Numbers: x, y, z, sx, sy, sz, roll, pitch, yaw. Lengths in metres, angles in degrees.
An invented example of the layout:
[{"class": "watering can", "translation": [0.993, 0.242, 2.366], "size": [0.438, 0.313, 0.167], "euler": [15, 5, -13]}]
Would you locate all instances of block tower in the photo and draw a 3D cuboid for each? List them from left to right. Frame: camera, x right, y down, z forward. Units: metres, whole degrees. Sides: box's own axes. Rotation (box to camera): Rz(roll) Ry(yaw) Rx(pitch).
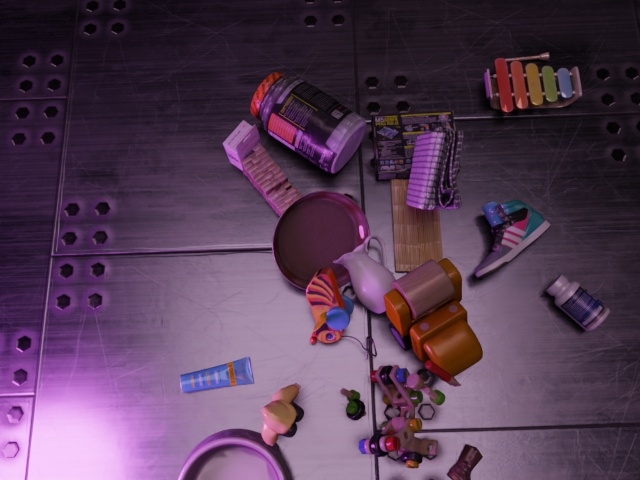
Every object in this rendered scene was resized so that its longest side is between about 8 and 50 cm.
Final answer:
[{"class": "block tower", "translation": [-0.126, -0.147, 1.873], "size": [0.097, 0.091, 0.335], "euler": [-35, 75, -10]}]

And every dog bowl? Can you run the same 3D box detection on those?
[{"class": "dog bowl", "translation": [-0.238, 0.698, 1.614], "size": [0.349, 0.102, 0.348], "euler": [0, 73, 0]}]

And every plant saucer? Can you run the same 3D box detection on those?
[{"class": "plant saucer", "translation": [0.000, 0.000, 1.781], "size": [0.311, 0.050, 0.310], "euler": [-4, 104, -18]}]

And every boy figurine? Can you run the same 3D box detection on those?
[{"class": "boy figurine", "translation": [-0.100, 0.466, 1.586], "size": [0.092, 0.285, 0.177], "euler": [25, 72, 8]}]

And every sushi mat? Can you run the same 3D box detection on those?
[{"class": "sushi mat", "translation": [0.305, -0.052, 1.872], "size": [0.152, 0.019, 0.316], "euler": [-1, 74, 0]}]

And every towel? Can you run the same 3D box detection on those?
[{"class": "towel", "translation": [0.343, -0.205, 1.733], "size": [0.122, 0.283, 0.234], "euler": [9, 95, -2]}]

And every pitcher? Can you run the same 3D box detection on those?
[{"class": "pitcher", "translation": [0.164, 0.098, 1.769], "size": [0.178, 0.125, 0.207], "euler": [-36, 91, -25]}]

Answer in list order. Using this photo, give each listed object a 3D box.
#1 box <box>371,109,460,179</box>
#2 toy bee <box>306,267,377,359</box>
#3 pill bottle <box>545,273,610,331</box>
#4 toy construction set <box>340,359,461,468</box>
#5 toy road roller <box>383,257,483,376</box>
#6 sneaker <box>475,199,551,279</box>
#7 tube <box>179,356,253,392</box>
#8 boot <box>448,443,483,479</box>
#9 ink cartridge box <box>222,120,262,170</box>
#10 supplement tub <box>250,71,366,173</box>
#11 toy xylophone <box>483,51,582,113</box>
[{"class": "box", "translation": [0.310, -0.313, 1.931], "size": [0.271, 0.060, 0.216], "euler": [-4, 73, 0]}, {"class": "toy bee", "translation": [0.021, 0.237, 1.720], "size": [0.162, 0.195, 0.298], "euler": [-24, 84, 19]}, {"class": "pill bottle", "translation": [0.761, 0.182, 1.752], "size": [0.169, 0.094, 0.094], "euler": [43, 78, 12]}, {"class": "toy construction set", "translation": [0.257, 0.475, 1.610], "size": [0.309, 0.237, 0.257], "euler": [-40, 32, 21]}, {"class": "toy road roller", "translation": [0.327, 0.233, 1.629], "size": [0.203, 0.329, 0.240], "euler": [-30, 53, -8]}, {"class": "sneaker", "translation": [0.546, -0.026, 1.802], "size": [0.296, 0.124, 0.178], "euler": [-36, 81, -17]}, {"class": "tube", "translation": [-0.306, 0.403, 1.736], "size": [0.207, 0.052, 0.080], "euler": [-10, 84, -8]}, {"class": "boot", "translation": [0.431, 0.644, 1.652], "size": [0.106, 0.037, 0.114], "euler": [37, 73, 9]}, {"class": "ink cartridge box", "translation": [-0.248, -0.308, 1.877], "size": [0.062, 0.181, 0.104], "euler": [36, 77, 11]}, {"class": "supplement tub", "translation": [-0.042, -0.382, 1.883], "size": [0.338, 0.207, 0.207], "euler": [35, 77, 10]}, {"class": "toy xylophone", "translation": [0.698, -0.538, 1.980], "size": [0.323, 0.081, 0.236], "euler": [-9, 73, -2]}]
